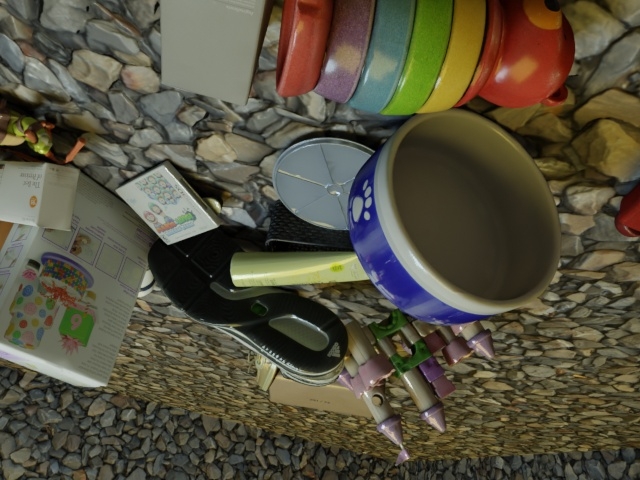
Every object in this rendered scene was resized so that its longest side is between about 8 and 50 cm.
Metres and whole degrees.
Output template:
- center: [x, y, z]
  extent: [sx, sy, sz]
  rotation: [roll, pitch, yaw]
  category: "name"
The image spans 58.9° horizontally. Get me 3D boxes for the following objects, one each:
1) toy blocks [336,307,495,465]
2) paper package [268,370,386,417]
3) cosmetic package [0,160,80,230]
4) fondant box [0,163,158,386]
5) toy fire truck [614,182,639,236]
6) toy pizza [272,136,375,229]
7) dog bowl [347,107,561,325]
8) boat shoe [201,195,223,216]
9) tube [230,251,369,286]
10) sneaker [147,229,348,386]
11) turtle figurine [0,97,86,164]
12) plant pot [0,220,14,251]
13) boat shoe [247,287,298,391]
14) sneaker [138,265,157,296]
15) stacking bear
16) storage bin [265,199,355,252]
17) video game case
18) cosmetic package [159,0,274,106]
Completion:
- center: [0.195, 0.275, 1.179]
  extent: [0.288, 0.260, 0.309]
  rotation: [-26, 159, -20]
  category: "toy blocks"
- center: [0.016, 0.378, 1.631]
  extent: [0.324, 0.168, 0.309]
  rotation: [9, 152, 2]
  category: "paper package"
- center: [-0.484, -0.075, 0.912]
  extent: [0.239, 0.099, 0.060]
  rotation: [6, 180, 36]
  category: "cosmetic package"
- center: [-0.445, 0.066, 1.019]
  extent: [0.096, 0.330, 0.238]
  rotation: [-8, 147, 29]
  category: "fondant box"
- center: [0.551, -0.014, 0.770]
  extent: [0.302, 0.169, 0.254]
  rotation: [17, 170, -12]
  category: "toy fire truck"
- center: [0.025, -0.089, 0.888]
  extent: [0.201, 0.032, 0.201]
  rotation: [8, 142, 6]
  category: "toy pizza"
- center: [0.171, -0.029, 0.724]
  extent: [0.264, 0.265, 0.104]
  rotation: [20, 152, -19]
  category: "dog bowl"
- center: [-0.216, -0.055, 1.034]
  extent: [0.049, 0.042, 0.133]
  rotation: [48, 139, -14]
  category: "boat shoe"
- center: [-0.033, 0.047, 0.973]
  extent: [0.240, 0.062, 0.070]
  rotation: [-2, -169, 11]
  category: "tube"
- center: [-0.147, 0.159, 1.135]
  extent: [0.447, 0.169, 0.257]
  rotation: [32, 155, 19]
  category: "sneaker"
- center: [-0.484, -0.170, 0.837]
  extent: [0.269, 0.087, 0.217]
  rotation: [7, 180, 41]
  category: "turtle figurine"
- center: [-0.616, 0.047, 1.121]
  extent: [0.290, 0.204, 0.291]
  rotation: [13, 146, 9]
  category: "plant pot"
- center: [-0.124, 0.241, 1.399]
  extent: [0.089, 0.104, 0.285]
  rotation: [17, 112, 6]
  category: "boat shoe"
- center: [-0.492, 0.059, 1.302]
  extent: [0.235, 0.090, 0.095]
  rotation: [5, 134, 7]
  category: "sneaker"
- center: [0.109, -0.199, 0.554]
  extent: [0.289, 0.175, 0.164]
  rotation: [6, 151, -10]
  category: "stacking bear"
- center: [0.000, 0.000, 1.022]
  extent: [0.180, 0.084, 0.122]
  rotation: [6, 152, 4]
  category: "storage bin"
- center: [-0.272, -0.062, 1.011]
  extent: [0.157, 0.019, 0.143]
  rotation: [-16, 124, 40]
  category: "video game case"
- center: [-0.089, -0.255, 0.533]
  extent: [0.107, 0.127, 0.238]
  rotation: [15, 150, -11]
  category: "cosmetic package"
